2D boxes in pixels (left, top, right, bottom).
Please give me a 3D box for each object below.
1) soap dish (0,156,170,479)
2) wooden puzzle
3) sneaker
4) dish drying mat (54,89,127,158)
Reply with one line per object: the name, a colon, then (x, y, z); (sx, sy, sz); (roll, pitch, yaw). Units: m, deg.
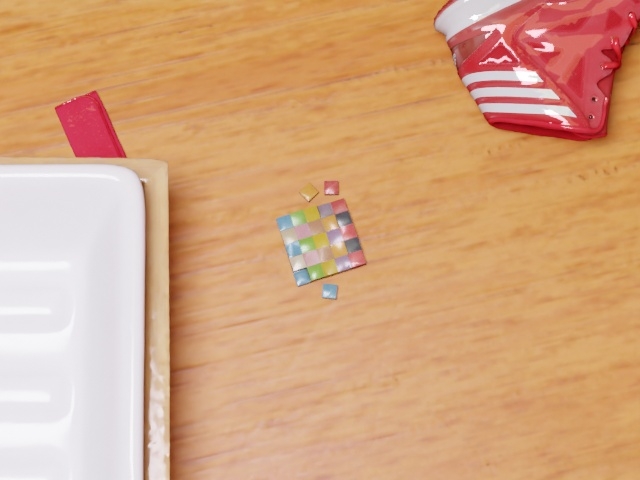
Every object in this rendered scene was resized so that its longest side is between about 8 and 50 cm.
soap dish: (-0.208, 0.094, 1.007); (0.229, 0.118, 0.291); (0, 75, -3)
wooden puzzle: (0.000, 0.000, 1.092); (0.049, 0.006, 0.083); (-18, 76, -5)
sneaker: (0.200, -0.140, 1.101); (0.221, 0.087, 0.128); (-22, 85, 7)
dish drying mat: (-0.153, -0.062, 1.107); (0.032, 0.008, 0.083); (-24, 77, -5)
